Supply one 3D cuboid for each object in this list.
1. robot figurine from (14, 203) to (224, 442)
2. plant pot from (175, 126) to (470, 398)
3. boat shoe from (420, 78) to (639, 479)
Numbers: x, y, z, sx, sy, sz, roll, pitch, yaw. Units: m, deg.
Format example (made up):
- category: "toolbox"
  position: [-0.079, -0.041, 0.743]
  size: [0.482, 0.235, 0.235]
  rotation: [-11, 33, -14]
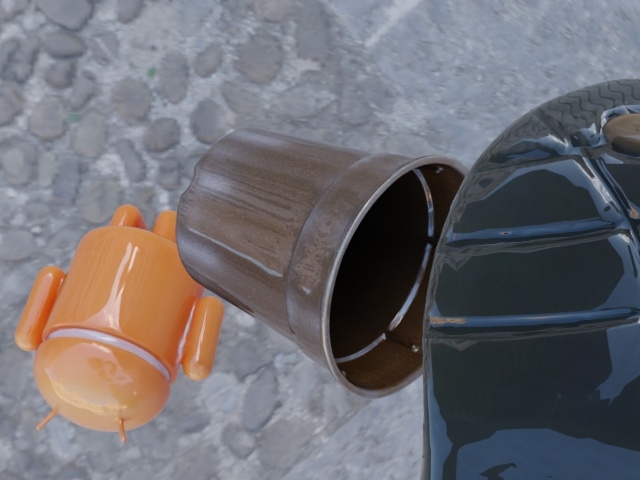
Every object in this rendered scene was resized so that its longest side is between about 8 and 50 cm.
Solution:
- category: "robot figurine"
  position: [-0.180, 0.076, 1.083]
  size: [0.158, 0.219, 0.128]
  rotation: [27, 148, -19]
- category: "plant pot"
  position: [0.000, 0.000, 0.833]
  size: [0.165, 0.167, 0.167]
  rotation: [23, 102, 38]
- category: "boat shoe"
  position: [0.080, 0.119, 0.362]
  size: [0.123, 0.120, 0.324]
  rotation: [17, 95, 26]
